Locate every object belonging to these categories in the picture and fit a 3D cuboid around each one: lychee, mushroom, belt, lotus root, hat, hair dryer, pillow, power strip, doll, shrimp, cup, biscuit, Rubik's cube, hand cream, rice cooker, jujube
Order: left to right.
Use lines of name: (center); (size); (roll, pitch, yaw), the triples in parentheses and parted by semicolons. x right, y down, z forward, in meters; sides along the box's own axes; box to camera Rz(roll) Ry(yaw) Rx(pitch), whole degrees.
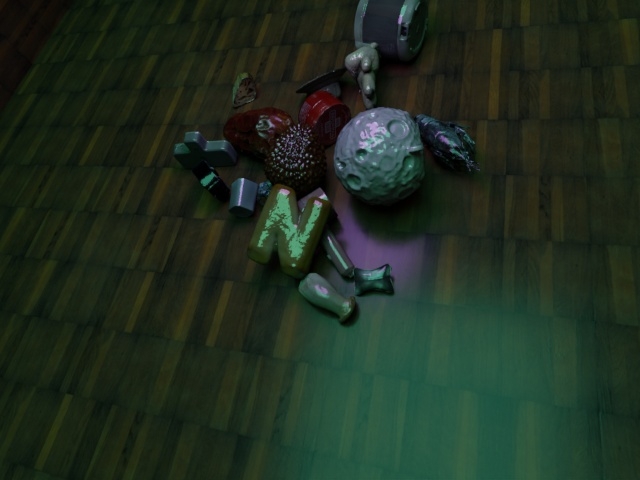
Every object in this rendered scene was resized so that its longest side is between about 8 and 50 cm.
power strip: (-0.502, -0.384, 1.856); (0.264, 0.194, 0.059); (-1, 65, 15)
belt: (-0.446, -0.247, 1.795); (0.078, 0.151, 0.198); (-42, 50, -3)
cup: (-0.316, -0.165, 1.745); (0.128, 0.095, 0.130); (-24, 53, 47)
lotus root: (-0.353, -0.711, 2.051); (0.159, 0.095, 0.135); (-45, 43, 38)
jujube: (-0.259, -0.448, 1.822); (0.341, 0.216, 0.217); (14, 67, 37)
Rubik's cube: (-0.199, -0.182, 1.718); (0.111, 0.093, 0.111); (-6, 64, 12)
biscuit: (-0.109, -0.035, 1.507); (0.236, 0.062, 0.291); (22, 86, 14)
lychee: (-0.086, -0.308, 1.644); (0.271, 0.271, 0.272); (-7, 61, 13)
hair dryer: (0.000, 0.000, 1.559); (0.210, 0.125, 0.353); (-32, 66, -1)
hand cream: (0.016, -0.491, 1.762); (0.193, 0.193, 0.125); (-39, 60, -6)
mushroom: (0.021, 0.187, 1.465); (0.212, 0.088, 0.097); (26, 45, 21)
hat: (0.028, -0.638, 1.874); (0.251, 0.252, 0.110); (-23, 100, 4)
doll: (0.172, -0.659, 1.764); (0.149, 0.175, 0.278); (9, 56, -21)
pillow: (0.174, 0.130, 1.462); (0.135, 0.092, 0.055); (-6, 18, 16)
rice cooker: (0.290, -0.907, 1.853); (0.276, 0.288, 0.289); (18, 69, 25)
shrimp: (0.476, -0.363, 1.582); (0.172, 0.137, 0.372); (-46, 58, 9)

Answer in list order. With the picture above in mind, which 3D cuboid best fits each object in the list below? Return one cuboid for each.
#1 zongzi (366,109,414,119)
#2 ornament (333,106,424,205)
zongzi: (0.274, -0.486, 1.753); (0.187, 0.084, 0.184); (-3, 52, 7)
ornament: (0.199, -0.287, 1.515); (0.336, 0.337, 0.338); (-7, 61, 13)
